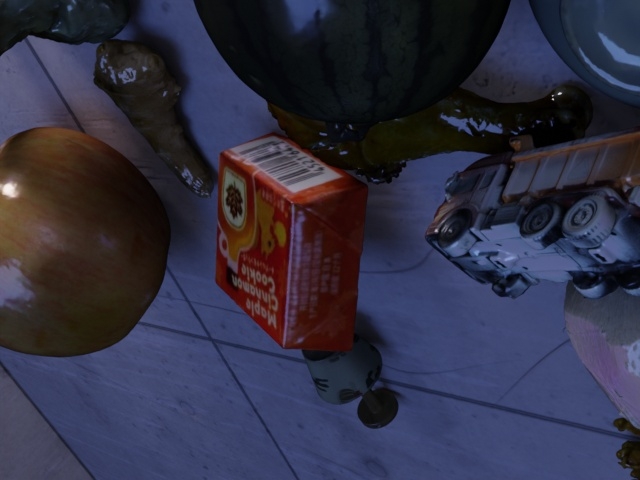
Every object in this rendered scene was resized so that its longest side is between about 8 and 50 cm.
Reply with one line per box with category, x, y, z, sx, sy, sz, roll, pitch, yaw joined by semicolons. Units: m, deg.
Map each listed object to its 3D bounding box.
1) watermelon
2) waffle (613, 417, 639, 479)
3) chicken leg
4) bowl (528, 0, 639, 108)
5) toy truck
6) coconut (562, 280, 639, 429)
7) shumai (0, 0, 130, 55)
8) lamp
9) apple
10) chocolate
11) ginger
watermelon;0.026;-0.250;0.701;0.279;0.279;0.359;11;113;38
waffle;0.490;0.281;1.066;0.229;0.051;0.231;44;146;-3
chicken leg;0.087;-0.127;0.923;0.361;0.140;0.211;26;156;11
bowl;0.271;-0.202;0.646;0.289;0.146;0.289;26;144;21
toy truck;0.220;-0.029;0.755;0.114;0.135;0.270;38;157;-24
coconut;0.346;0.065;0.809;0.227;0.227;0.230;-11;126;51
shumai;-0.439;-0.347;1.095;0.309;0.263;0.304;16;141;33
lamp;0.053;0.225;1.386;0.121;0.121;0.214;8;143;40
apple;-0.436;0.009;1.411;0.346;0.391;0.391;33;151;-21
chocolate;-0.047;0.003;1.112;0.237;0.108;0.234;36;129;49
ginger;-0.231;-0.178;1.252;0.131;0.086;0.294;-1;138;31
